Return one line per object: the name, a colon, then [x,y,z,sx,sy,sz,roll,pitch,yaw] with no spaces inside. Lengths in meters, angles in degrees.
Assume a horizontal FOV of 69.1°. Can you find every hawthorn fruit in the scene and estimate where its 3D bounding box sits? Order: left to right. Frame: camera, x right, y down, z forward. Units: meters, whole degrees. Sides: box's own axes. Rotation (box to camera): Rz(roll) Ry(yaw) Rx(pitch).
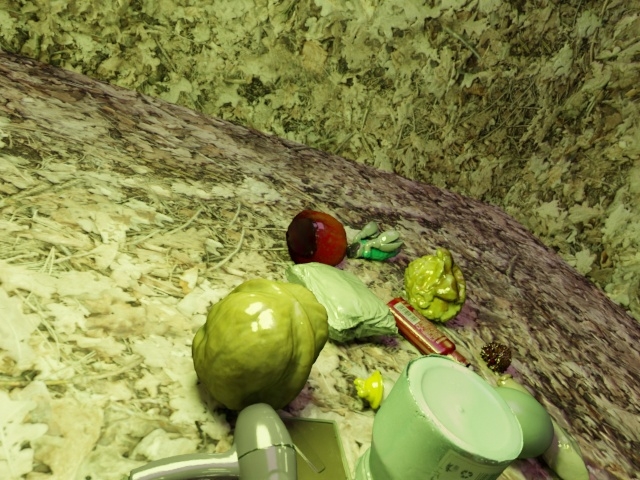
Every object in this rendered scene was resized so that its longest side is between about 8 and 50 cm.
hawthorn fruit: [0.000,0.000,1.641,0.249,0.215,0.215,10,29,-27]

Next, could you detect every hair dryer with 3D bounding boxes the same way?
hair dryer: [-0.201,0.431,0.764,0.360,0.121,0.301,3,40,-22]

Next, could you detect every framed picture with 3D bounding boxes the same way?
framed picture: [-0.012,0.454,0.957,0.150,0.015,0.203,14,28,-23]

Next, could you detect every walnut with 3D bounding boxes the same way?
walnut: [-0.127,0.223,1.008,0.281,0.277,0.253,21,28,-36]

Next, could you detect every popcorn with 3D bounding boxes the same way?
popcorn: [0.418,0.156,1.670,0.205,0.252,0.237,3,28,-28]

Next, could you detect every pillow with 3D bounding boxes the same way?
pillow: [0.072,0.183,1.417,0.283,0.138,0.310,9,28,-42]

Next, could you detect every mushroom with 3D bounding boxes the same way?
mushroom: [0.621,0.523,1.322,0.109,0.097,0.351,36,13,-31]

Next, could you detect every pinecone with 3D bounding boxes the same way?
pinecone: [0.593,0.388,1.562,0.102,0.102,0.109,17,16,-17]

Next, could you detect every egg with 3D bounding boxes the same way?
egg: [0.499,0.474,1.210,0.230,0.168,0.168,25,24,-16]

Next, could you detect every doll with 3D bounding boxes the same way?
doll: [0.226,0.013,1.881,0.194,0.153,0.258,22,26,28]
doll: [0.200,0.394,1.176,0.240,0.099,0.135,18,48,-13]

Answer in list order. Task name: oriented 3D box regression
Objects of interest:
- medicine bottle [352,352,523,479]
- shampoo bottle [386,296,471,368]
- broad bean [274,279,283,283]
medicine bottle: [0.210,0.413,0.920,0.244,0.290,0.245,21,26,-11]
shampoo bottle: [0.336,0.308,1.493,0.118,0.076,0.314,-4,38,-49]
broad bean: [-0.110,0.155,1.423,0.083,0.045,0.063,29,13,-11]
